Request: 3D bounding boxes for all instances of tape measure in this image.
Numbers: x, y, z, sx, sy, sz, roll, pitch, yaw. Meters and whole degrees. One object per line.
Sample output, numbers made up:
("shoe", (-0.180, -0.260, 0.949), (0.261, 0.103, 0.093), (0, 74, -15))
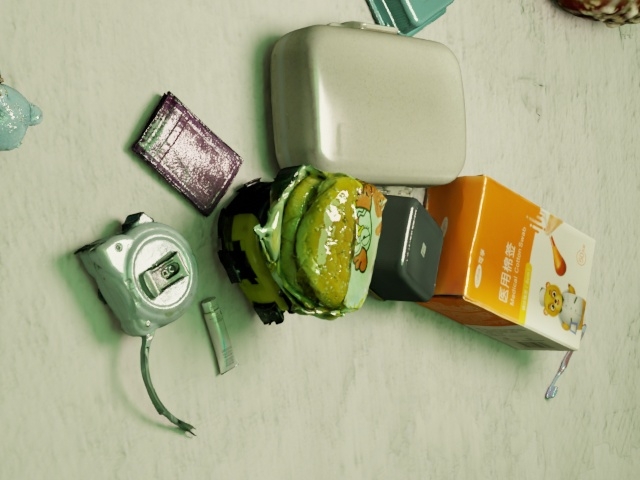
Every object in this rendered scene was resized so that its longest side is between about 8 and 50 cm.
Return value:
("tape measure", (-0.204, 0.120, 1.673), (0.164, 0.084, 0.330), (-40, 111, -33))
("tape measure", (-0.062, 0.001, 1.799), (0.199, 0.112, 0.186), (-49, 116, -35))

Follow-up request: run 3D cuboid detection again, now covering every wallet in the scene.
("wallet", (-0.190, -0.124, 1.741), (0.166, 0.030, 0.111), (43, 59, -32))

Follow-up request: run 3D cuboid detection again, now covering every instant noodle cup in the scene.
("instant noodle cup", (0.158, -0.436, 2.067), (0.179, 0.070, 0.157), (-40, 111, -36))

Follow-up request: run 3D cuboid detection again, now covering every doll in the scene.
("doll", (-0.426, -0.193, 1.498), (0.120, 0.075, 0.180), (-46, 117, -39))

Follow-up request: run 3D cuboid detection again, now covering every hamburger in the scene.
("hamburger", (-0.003, -0.001, 1.692), (0.235, 0.125, 0.214), (34, 60, -53))

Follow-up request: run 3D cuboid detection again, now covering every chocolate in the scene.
("chocolate", (0.585, -0.529, 2.374), (0.340, 0.225, 0.210), (-7, 100, -43))

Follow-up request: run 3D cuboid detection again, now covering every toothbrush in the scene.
("toothbrush", (0.483, 0.234, 2.343), (0.013, 0.019, 0.193), (53, 53, -26))

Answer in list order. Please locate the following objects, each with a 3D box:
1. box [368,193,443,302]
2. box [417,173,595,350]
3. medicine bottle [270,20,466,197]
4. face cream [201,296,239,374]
("box", (0.127, 0.015, 1.932), (0.201, 0.090, 0.145), (45, 54, -63))
("box", (0.323, 0.047, 2.126), (0.341, 0.143, 0.225), (26, 70, -40))
("medicine bottle", (0.086, -0.211, 1.942), (0.375, 0.123, 0.282), (-1, 86, -42))
("face cream", (-0.148, 0.140, 1.765), (0.038, 0.020, 0.115), (-28, 106, -42))
